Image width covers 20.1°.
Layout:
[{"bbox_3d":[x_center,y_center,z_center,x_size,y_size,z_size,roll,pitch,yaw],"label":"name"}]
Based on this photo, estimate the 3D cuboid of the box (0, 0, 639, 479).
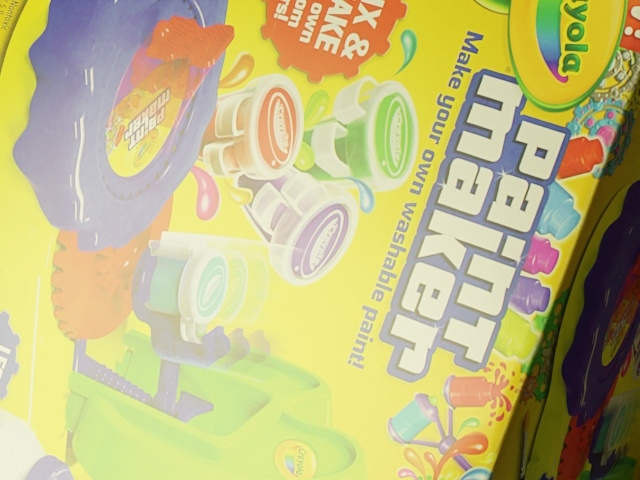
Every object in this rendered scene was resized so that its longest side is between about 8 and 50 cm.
[{"bbox_3d":[0.000,0.000,0.732,0.279,0.177,0.290,20,89,28],"label":"box"}]
